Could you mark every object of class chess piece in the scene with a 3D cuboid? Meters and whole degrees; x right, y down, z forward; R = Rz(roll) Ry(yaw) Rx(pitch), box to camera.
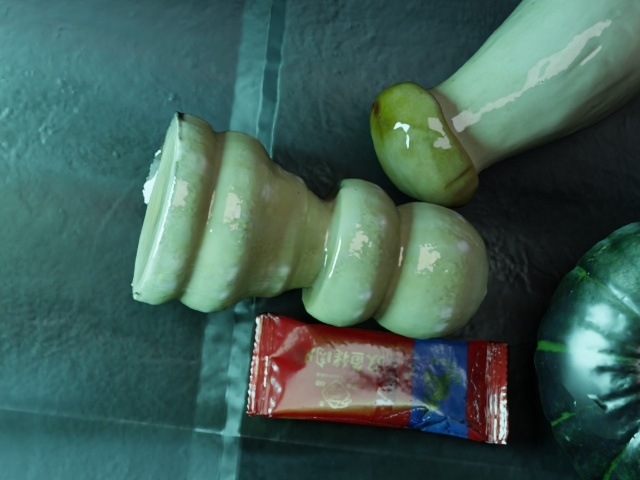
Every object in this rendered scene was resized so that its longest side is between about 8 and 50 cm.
[{"bbox_3d":[0.000,0.000,1.015,0.261,0.143,0.142,12,69,-12],"label":"chess piece"}]

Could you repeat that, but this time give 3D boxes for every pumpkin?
[{"bbox_3d":[0.280,0.094,0.998,0.250,0.216,0.249,-5,76,21],"label":"pumpkin"}]

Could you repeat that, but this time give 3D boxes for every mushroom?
[{"bbox_3d":[0.194,-0.149,1.111,0.350,0.128,0.128,-34,81,-16],"label":"mushroom"}]

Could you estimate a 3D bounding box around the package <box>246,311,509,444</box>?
[{"bbox_3d":[0.046,0.104,1.042,0.200,0.022,0.083,7,70,-8],"label":"package"}]
